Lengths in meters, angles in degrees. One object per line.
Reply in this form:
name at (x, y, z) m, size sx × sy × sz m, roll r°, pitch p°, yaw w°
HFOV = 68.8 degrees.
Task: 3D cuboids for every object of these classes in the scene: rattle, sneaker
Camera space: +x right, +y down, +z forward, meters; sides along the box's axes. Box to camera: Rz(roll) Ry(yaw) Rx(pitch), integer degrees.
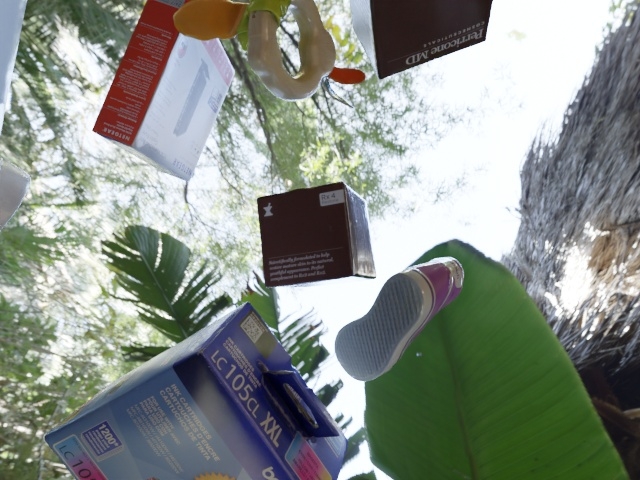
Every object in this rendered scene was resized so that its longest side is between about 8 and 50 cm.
rattle at (-0.050, -0.218, 0.569) m, size 0.142 × 0.199 × 0.130 m, roll -12°, pitch -93°, yaw 28°
sneaker at (0.139, 0.133, 0.784) m, size 0.161 × 0.282 × 0.102 m, roll -21°, pitch -114°, yaw -42°

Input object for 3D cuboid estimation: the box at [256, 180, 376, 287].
box at (0.000, 0.000, 0.897) m, size 0.168 × 0.203 × 0.167 m, roll -8°, pitch -98°, yaw 18°

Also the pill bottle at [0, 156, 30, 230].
pill bottle at (-0.527, -0.118, 0.539) m, size 0.176 × 0.318 × 0.176 m, roll -22°, pitch -133°, yaw 26°

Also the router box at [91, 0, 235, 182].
router box at (-0.307, -0.304, 0.988) m, size 0.082 × 0.335 × 0.301 m, roll 21°, pitch -92°, yaw 3°

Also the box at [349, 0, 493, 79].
box at (0.127, -0.416, 0.611) m, size 0.191 × 0.381 × 0.143 m, roll -20°, pitch -114°, yaw 3°

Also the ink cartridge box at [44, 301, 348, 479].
ink cartridge box at (-0.150, 0.272, 0.660) m, size 0.395 × 0.151 × 0.270 m, roll -32°, pitch -83°, yaw 22°

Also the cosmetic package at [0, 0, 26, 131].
cosmetic package at (-0.319, -0.219, 0.325) m, size 0.453 × 0.161 × 0.230 m, roll -66°, pitch -156°, yaw 16°
